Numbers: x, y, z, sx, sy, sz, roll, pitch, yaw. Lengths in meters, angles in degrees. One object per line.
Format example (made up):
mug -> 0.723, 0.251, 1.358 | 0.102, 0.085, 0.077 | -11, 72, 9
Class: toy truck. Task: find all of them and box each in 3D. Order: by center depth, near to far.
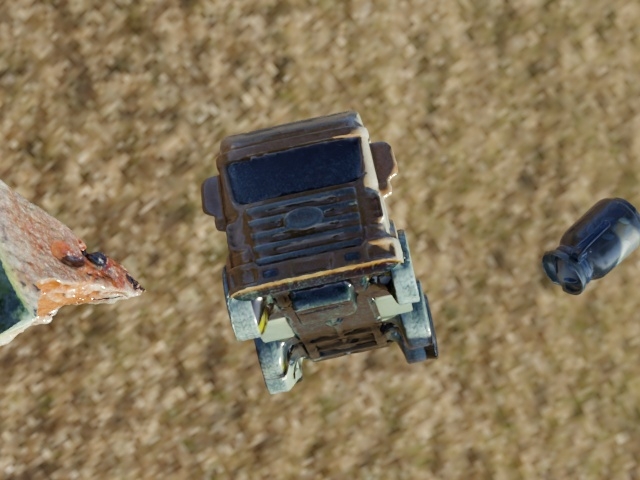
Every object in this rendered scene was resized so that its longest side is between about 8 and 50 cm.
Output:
toy truck -> 0.000, 0.000, 1.030 | 0.108, 0.257, 0.140 | -12, 74, 4

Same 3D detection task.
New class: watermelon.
watermelon -> -0.207, 0.015, 1.144 | 0.121, 0.098, 0.158 | 55, 25, 9

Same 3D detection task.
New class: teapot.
teapot -> 0.222, 0.004, 1.408 | 0.083, 0.063, 0.049 | -41, 105, -23
